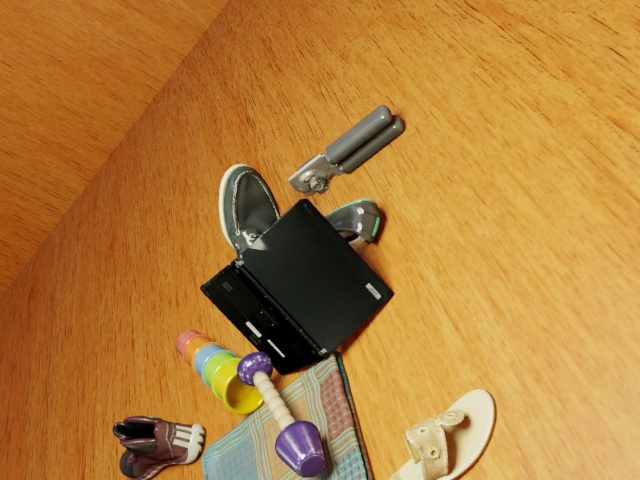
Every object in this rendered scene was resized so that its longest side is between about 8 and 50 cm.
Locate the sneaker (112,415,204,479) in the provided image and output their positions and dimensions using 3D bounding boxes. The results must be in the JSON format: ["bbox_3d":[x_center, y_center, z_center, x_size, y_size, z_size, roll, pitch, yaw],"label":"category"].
[{"bbox_3d":[-0.384,0.422,1.452,0.281,0.162,0.107,-30,44,35],"label":"sneaker"}]

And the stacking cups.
[{"bbox_3d":[-0.224,0.263,1.432,0.316,0.096,0.096,14,77,56],"label":"stacking cups"}]

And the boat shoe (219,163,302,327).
[{"bbox_3d":[-0.098,0.024,1.295,0.113,0.127,0.340,11,112,53],"label":"boat shoe"}]

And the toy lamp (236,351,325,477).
[{"bbox_3d":[-0.066,0.290,1.167,0.080,0.080,0.275,-54,33,8],"label":"toy lamp"}]

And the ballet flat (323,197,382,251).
[{"bbox_3d":[0.000,0.000,1.343,0.280,0.095,0.096,-21,58,43],"label":"ballet flat"}]

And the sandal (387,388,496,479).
[{"bbox_3d":[0.142,0.296,0.953,0.240,0.079,0.088,-52,35,11],"label":"sandal"}]

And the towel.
[{"bbox_3d":[-0.075,0.392,1.194,0.370,0.040,0.271,-43,39,23],"label":"towel"}]

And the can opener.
[{"bbox_3d":[0.044,-0.192,1.440,0.283,0.076,0.095,-35,42,30],"label":"can opener"}]

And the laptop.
[{"bbox_3d":[-0.051,0.092,1.241,0.136,0.234,0.264,-47,7,-37],"label":"laptop"}]
